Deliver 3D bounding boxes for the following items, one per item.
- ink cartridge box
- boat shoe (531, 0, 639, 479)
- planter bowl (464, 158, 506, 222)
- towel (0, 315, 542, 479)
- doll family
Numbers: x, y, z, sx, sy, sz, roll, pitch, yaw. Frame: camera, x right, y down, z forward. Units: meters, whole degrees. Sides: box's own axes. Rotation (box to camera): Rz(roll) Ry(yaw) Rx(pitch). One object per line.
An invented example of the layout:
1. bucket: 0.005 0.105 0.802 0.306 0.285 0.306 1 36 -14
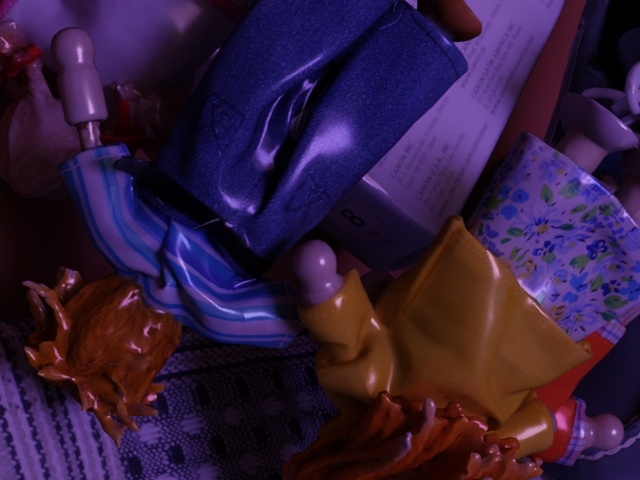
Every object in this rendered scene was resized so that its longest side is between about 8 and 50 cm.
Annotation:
1. ink cartridge box: -0.009 -0.129 0.504 0.232 0.066 0.189 37 59 -12
2. boat shoe: 0.130 -0.054 0.499 0.099 0.116 0.319 41 62 -46
3. planter bowl: 0.156 0.028 0.596 0.162 0.109 0.162 7 80 -44
4. towel: 0.011 0.168 0.402 0.312 0.056 0.324 1 64 -45
5. doll family: 0.000 0.000 0.374 0.263 0.118 0.163 39 96 -8
